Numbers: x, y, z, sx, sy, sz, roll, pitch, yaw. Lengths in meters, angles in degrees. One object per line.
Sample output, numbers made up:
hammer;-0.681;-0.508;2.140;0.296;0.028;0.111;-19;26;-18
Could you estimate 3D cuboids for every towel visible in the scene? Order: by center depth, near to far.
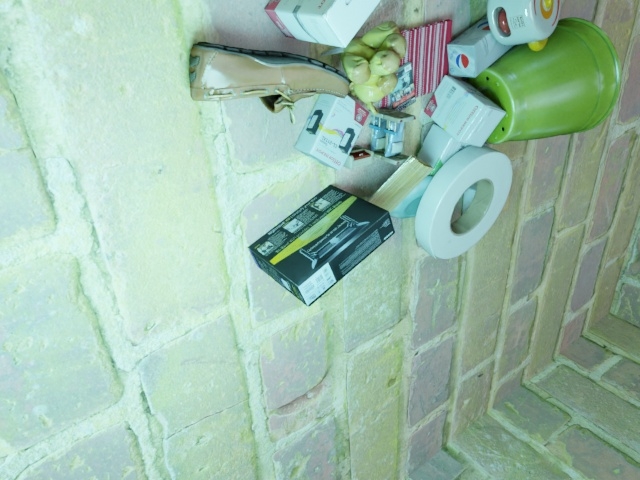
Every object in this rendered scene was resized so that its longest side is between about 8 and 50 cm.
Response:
towel;0.270;-0.505;1.415;0.274;0.031;0.199;-24;128;-27

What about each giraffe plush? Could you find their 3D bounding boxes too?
giraffe plush;0.126;-0.413;1.240;0.171;0.210;0.182;56;49;-47

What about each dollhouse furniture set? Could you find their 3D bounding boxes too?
dollhouse furniture set;0.149;-0.276;1.360;0.183;0.128;0.130;-19;123;-32

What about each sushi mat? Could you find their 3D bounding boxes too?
sushi mat;0.189;-0.117;1.458;0.316;0.019;0.151;-46;152;20

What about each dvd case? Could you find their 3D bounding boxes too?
dvd case;0.228;-0.426;1.396;0.087;0.013;0.120;-35;134;-19

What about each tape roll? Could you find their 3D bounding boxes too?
tape roll;0.467;-0.118;1.613;0.391;0.072;0.393;-25;135;-27

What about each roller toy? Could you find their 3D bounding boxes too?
roller toy;0.571;-0.647;1.378;0.191;0.146;0.210;2;97;-40

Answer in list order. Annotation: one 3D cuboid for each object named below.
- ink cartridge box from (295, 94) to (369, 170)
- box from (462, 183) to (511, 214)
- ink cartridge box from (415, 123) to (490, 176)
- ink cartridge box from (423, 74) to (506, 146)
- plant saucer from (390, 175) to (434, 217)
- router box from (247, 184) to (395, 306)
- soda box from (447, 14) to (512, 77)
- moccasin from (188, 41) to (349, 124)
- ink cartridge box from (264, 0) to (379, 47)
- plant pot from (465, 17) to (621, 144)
ink cartridge box;0.031;-0.287;1.294;0.127;0.072;0.175;21;97;-45
box;0.617;-0.158;1.844;0.170;0.091;0.130;-26;127;-28
ink cartridge box;0.420;-0.268;1.598;0.219;0.093;0.160;1;126;-41
ink cartridge box;0.429;-0.384;1.485;0.127;0.176;0.128;0;133;-40
plant saucer;0.303;-0.123;1.571;0.194;0.038;0.195;-20;151;-12
router box;0.000;0.000;1.298;0.308;0.242;0.081;-38;131;-18
soda box;0.497;-0.597;1.491;0.286;0.091;0.098;-41;133;-28
moccasin;-0.102;-0.342;1.106;0.379;0.139;0.147;-9;118;-37
ink cartridge box;0.008;-0.510;1.056;0.159;0.217;0.092;-54;135;-4
plant pot;0.659;-0.471;1.574;0.352;0.366;0.367;-21;125;-16
